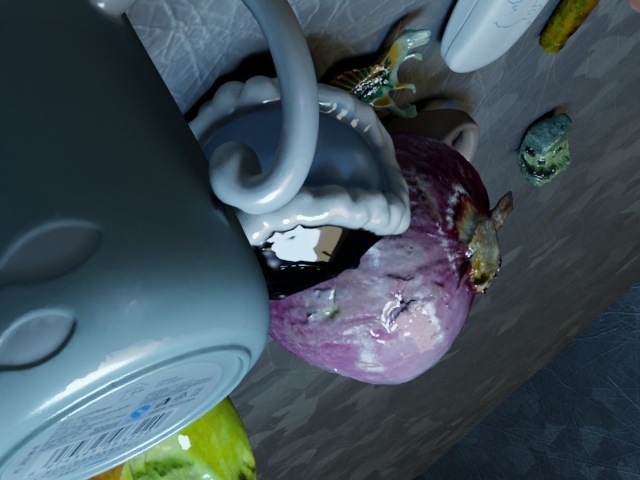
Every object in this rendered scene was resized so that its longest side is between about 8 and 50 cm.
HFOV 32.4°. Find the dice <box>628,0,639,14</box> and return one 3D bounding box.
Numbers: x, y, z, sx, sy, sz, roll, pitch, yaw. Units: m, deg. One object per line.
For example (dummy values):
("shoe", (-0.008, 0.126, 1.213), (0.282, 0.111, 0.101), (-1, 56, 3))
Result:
("dice", (0.425, -0.304, 1.126), (0.174, 0.179, 0.175), (-37, 155, -28))

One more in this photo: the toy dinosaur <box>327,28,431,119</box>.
("toy dinosaur", (0.036, -0.146, 1.110), (0.187, 0.044, 0.106), (-21, 157, 13))

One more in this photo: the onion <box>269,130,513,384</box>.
("onion", (0.000, 0.000, 1.133), (0.349, 0.267, 0.159), (-5, 145, 33))

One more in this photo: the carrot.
("carrot", (0.290, -0.271, 1.234), (0.042, 0.042, 0.170), (-23, 159, -30))

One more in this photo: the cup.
("cup", (-0.146, -0.023, 0.704), (0.357, 0.274, 0.259), (-36, 162, 18))

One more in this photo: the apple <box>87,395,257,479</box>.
("apple", (-0.242, 0.236, 1.131), (0.340, 0.339, 0.339), (-31, 159, -13))

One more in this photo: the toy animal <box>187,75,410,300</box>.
("toy animal", (-0.041, -0.051, 0.984), (0.208, 0.204, 0.156), (-22, 148, 16))

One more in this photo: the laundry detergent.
("laundry detergent", (0.130, -0.087, 1.330), (0.171, 0.076, 0.237), (-45, 158, 24))

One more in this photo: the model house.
("model house", (0.318, -0.130, 1.547), (0.079, 0.066, 0.083), (-32, 158, -14))

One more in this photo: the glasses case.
("glasses case", (0.190, -0.254, 1.080), (0.092, 0.059, 0.233), (-22, 157, -37))
